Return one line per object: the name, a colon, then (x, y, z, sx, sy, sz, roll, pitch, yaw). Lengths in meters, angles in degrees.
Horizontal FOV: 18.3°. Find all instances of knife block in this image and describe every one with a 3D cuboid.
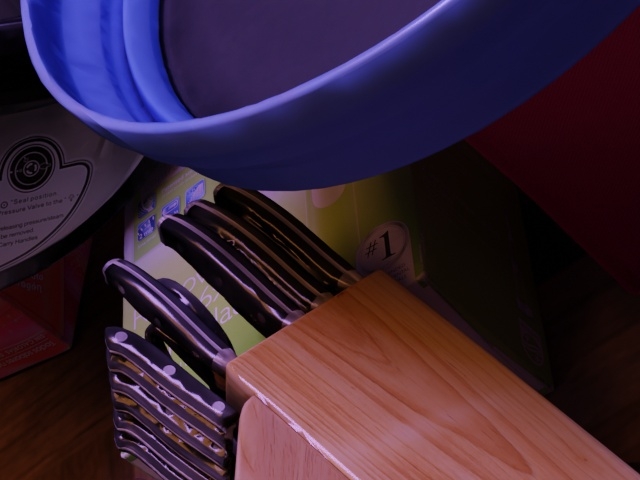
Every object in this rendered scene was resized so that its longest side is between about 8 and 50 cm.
knife block: (0.033, 0.077, 0.906, 0.276, 0.088, 0.242, 3, 46, 2)

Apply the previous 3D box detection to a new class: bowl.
bowl: (0.031, -0.193, 0.871, 0.391, 0.077, 0.391, -27, 44, 29)

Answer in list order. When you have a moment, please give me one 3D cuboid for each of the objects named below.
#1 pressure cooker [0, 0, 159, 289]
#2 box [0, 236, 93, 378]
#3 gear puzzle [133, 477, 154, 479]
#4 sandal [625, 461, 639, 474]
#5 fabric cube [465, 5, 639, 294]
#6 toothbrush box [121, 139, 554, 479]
pressure cooker: (-0.270, -0.162, 1.141, 0.370, 0.375, 0.420, -49, 40, -6)
box: (-0.318, 0.029, 1.437, 0.300, 0.142, 0.154, -24, 43, 32)
gear puzzle: (-0.157, 0.279, 1.111, 0.175, 0.044, 0.339, -19, 45, 37)
sandal: (0.106, 0.163, 0.922, 0.179, 0.040, 0.067, -32, 51, 0)
fabric cube: (0.191, -0.173, 0.961, 0.254, 0.259, 0.258, -20, 45, 34)
toothbrush box: (0.000, 0.000, 1.133, 0.206, 0.122, 0.283, -31, 37, 24)
